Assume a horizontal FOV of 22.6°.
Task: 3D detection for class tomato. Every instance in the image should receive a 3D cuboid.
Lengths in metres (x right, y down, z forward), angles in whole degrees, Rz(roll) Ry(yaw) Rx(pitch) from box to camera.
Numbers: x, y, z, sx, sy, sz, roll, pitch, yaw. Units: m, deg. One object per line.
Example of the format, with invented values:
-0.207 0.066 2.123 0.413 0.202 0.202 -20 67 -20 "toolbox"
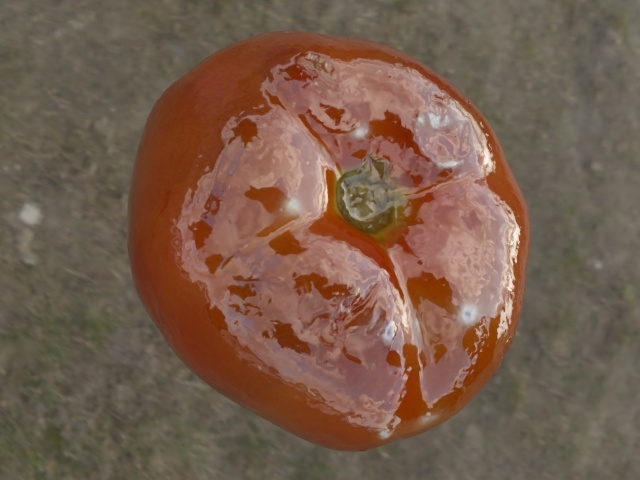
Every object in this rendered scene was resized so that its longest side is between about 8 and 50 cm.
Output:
-0.001 0.004 0.965 0.260 0.180 0.260 10 64 -20 "tomato"
